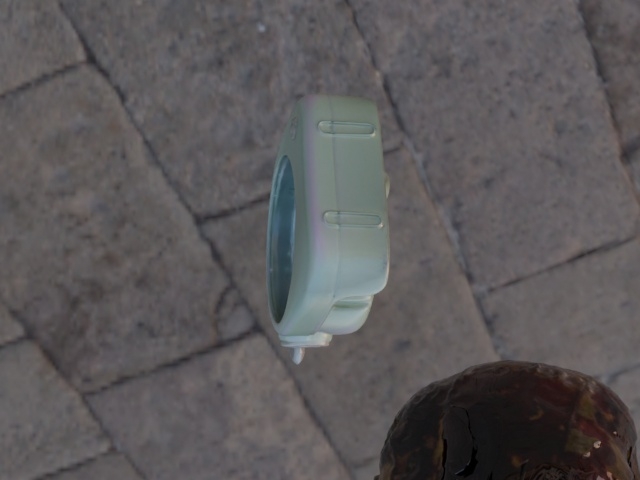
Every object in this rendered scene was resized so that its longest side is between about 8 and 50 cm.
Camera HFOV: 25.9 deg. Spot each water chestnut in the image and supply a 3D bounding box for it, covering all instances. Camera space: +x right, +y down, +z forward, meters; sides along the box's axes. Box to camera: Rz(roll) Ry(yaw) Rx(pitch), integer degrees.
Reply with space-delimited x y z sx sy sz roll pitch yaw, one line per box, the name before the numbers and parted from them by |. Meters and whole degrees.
water chestnut | 0.171 0.247 1.208 0.244 0.289 0.289 31 119 -27

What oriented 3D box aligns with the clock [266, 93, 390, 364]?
clock | 0.000 0.000 0.982 0.062 0.151 0.191 2 152 -11
